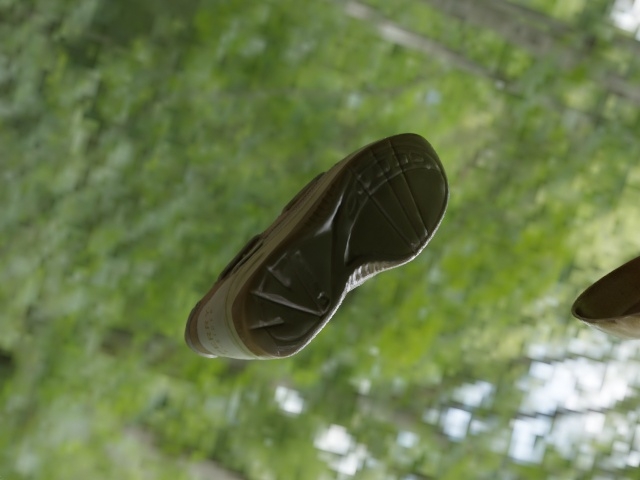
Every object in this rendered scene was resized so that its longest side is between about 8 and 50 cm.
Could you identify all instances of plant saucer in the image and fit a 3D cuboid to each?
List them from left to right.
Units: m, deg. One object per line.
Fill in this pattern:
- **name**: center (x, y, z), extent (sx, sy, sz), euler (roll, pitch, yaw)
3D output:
- **plant saucer**: center (0.128, 0.015, 0.687), extent (0.015, 0.083, 0.083), euler (66, -16, -10)

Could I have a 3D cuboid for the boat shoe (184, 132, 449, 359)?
- **boat shoe**: center (0.001, 0.002, 0.869), extent (0.048, 0.056, 0.153), euler (-11, -153, 46)
